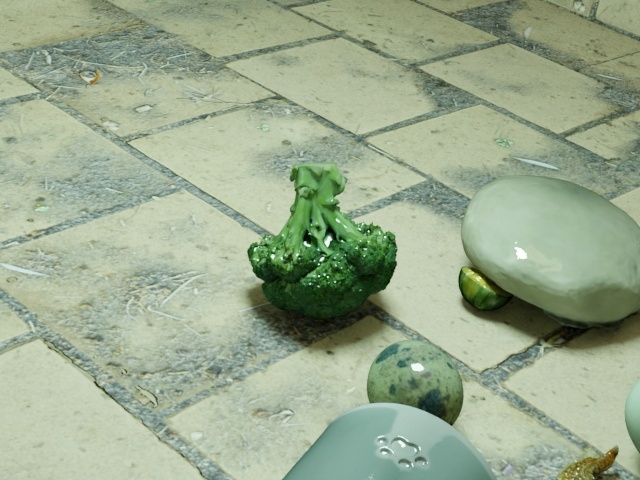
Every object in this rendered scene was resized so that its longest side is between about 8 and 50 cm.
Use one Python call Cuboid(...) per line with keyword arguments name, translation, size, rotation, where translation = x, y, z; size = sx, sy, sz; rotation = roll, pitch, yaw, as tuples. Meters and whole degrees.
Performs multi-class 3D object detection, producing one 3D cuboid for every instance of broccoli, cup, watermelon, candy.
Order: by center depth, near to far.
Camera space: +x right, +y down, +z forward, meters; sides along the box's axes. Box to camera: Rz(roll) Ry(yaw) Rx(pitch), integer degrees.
Cuboid(name="cup", translation=(0.074, 0.399, 1.192), size=(0.357, 0.259, 0.274), rotation=(49, 39, 2))
Cuboid(name="broccoli", translation=(0.000, 0.000, 1.805), size=(0.269, 0.270, 0.270), rotation=(-7, 11, 2))
Cuboid(name="watermelon", translation=(0.291, 0.091, 1.925), size=(0.105, 0.062, 0.105), rotation=(27, 17, -9))
Cuboid(name="candy", translation=(0.446, 0.006, 1.991), size=(0.386, 0.186, 0.427), rotation=(30, 29, 19))

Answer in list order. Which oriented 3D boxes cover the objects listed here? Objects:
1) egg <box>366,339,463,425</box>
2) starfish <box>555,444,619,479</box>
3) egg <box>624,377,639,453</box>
Cuboid(name="egg", translation=(0.138, 0.219, 1.591), size=(0.141, 0.141, 0.182), rotation=(3, 22, -13))
Cuboid(name="starfish", translation=(0.350, 0.389, 1.422), size=(0.301, 0.084, 0.293), rotation=(1, 30, -24))
Cuboid(name="egg", translation=(0.583, 0.281, 1.581), size=(0.264, 0.183, 0.183), rotation=(21, 31, 2))
